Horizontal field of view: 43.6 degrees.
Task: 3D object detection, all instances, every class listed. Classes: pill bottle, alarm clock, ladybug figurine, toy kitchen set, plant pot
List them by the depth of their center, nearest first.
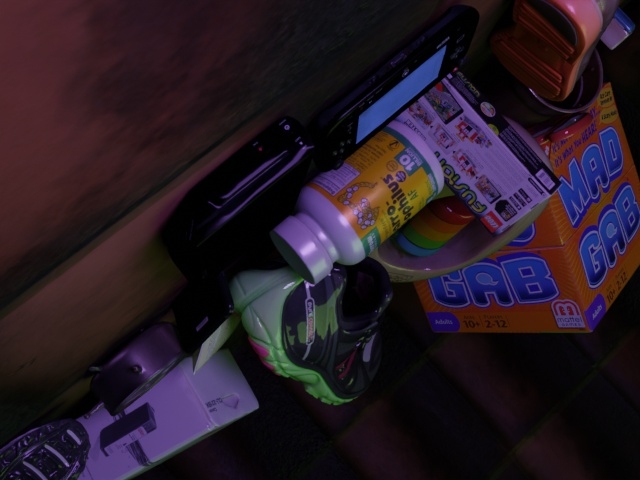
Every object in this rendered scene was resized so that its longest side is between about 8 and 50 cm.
[{"bbox_3d":[0.042,-0.044,0.991,0.208,0.117,0.117,-40,176,-14],"label":"pill bottle"},{"bbox_3d":[-0.222,0.154,1.026,0.129,0.064,0.192,-43,173,21],"label":"alarm clock"},{"bbox_3d":[0.431,-0.366,1.141,0.166,0.122,0.207,-44,175,33],"label":"toy kitchen set"},{"bbox_3d":[0.190,-0.070,1.330,0.305,0.162,0.449,10,149,-25],"label":"ladybug figurine"},{"bbox_3d":[0.360,-0.270,1.367,0.167,0.167,0.165,-39,-176,-23],"label":"plant pot"}]

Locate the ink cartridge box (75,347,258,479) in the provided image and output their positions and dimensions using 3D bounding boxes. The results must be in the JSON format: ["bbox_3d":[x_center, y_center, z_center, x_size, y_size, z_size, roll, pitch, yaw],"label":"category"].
[{"bbox_3d":[-0.256,0.279,1.210,0.273,0.114,0.197,-30,170,12],"label":"ink cartridge box"}]

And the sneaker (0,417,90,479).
[{"bbox_3d":[-0.410,0.323,1.005,0.271,0.100,0.108,-43,-159,-14],"label":"sneaker"}]

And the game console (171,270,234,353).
[{"bbox_3d":[-0.124,0.065,0.974,0.071,0.107,0.122,0,148,-38],"label":"game console"}]

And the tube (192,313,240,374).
[{"bbox_3d":[-0.148,0.115,1.118,0.062,0.070,0.240,-24,-175,1],"label":"tube"}]

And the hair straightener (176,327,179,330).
[{"bbox_3d":[-0.278,0.199,1.221,0.089,0.047,0.230,-19,167,-44],"label":"hair straightener"}]

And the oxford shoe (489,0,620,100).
[{"bbox_3d":[0.312,-0.276,1.018,0.132,0.130,0.364,-49,177,1],"label":"oxford shoe"}]

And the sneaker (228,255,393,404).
[{"bbox_3d":[0.034,0.125,1.220,0.202,0.185,0.483,-32,160,6],"label":"sneaker"}]

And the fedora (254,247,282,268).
[{"bbox_3d":[-0.066,0.061,1.354,0.194,0.079,0.194,-40,174,-5],"label":"fedora"}]

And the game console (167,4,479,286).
[{"bbox_3d":[0.011,-0.093,0.720,0.361,0.044,0.213,-41,176,-12],"label":"game console"}]

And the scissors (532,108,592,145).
[{"bbox_3d":[0.437,-0.208,1.338,0.109,0.021,0.297,-20,-172,47],"label":"scissors"}]

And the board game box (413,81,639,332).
[{"bbox_3d":[0.395,-0.058,1.600,0.356,0.356,0.356,-7,-157,45],"label":"board game box"}]

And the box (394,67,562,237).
[{"bbox_3d":[0.189,-0.113,0.999,0.036,0.207,0.114,-38,176,-39],"label":"box"}]
